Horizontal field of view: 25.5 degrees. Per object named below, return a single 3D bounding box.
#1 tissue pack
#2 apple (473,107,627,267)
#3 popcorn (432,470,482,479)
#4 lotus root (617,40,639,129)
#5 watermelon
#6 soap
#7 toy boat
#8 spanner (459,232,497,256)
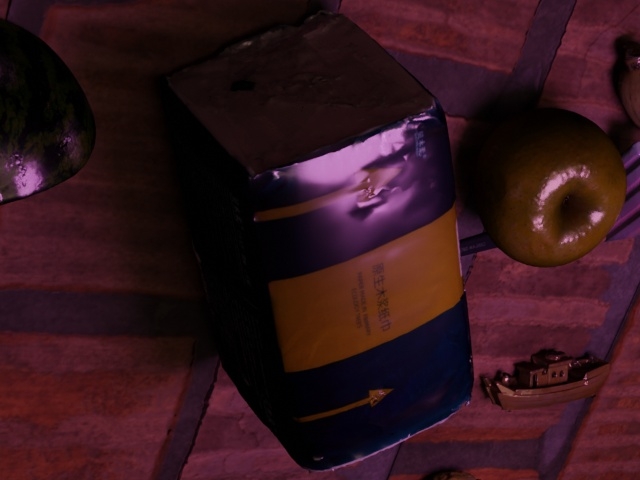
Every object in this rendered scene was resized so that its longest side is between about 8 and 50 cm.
[{"bbox_3d":[0.000,0.000,1.531,0.253,0.264,0.416,-24,128,-16],"label":"tissue pack"},{"bbox_3d":[0.278,-0.069,1.739,0.196,0.157,0.196,-16,125,-24],"label":"apple"},{"bbox_3d":[0.196,0.386,2.010,0.116,0.106,0.120,-40,133,-19],"label":"popcorn"},{"bbox_3d":[0.437,-0.187,1.822,0.090,0.077,0.183,-46,134,0],"label":"lotus root"},{"bbox_3d":[-0.296,-0.142,1.353,0.137,0.193,0.145,7,122,14],"label":"watermelon"},{"bbox_3d":[0.416,-0.061,1.860,0.056,0.100,0.149,-19,164,-29],"label":"soap"},{"bbox_3d":[0.322,0.193,2.001,0.206,0.064,0.072,-6,106,-31],"label":"toy boat"},{"bbox_3d":[0.177,0.016,1.825,0.209,0.012,0.046,-16,126,-26],"label":"spanner"}]
